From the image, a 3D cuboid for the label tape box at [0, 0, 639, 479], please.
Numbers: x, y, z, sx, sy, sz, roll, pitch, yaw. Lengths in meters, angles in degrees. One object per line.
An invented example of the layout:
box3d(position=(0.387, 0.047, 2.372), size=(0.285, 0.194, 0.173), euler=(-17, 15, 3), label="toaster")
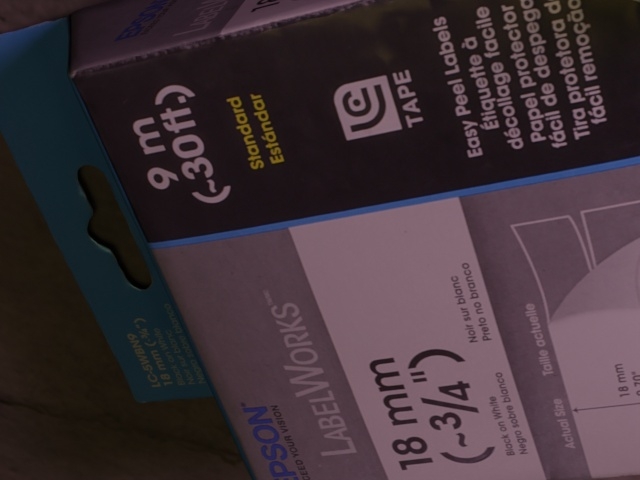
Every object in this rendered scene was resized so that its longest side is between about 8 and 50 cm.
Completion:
box3d(position=(0.000, 0.000, 0.518), size=(0.334, 0.106, 0.240), euler=(-10, 119, 20), label="label tape box")
